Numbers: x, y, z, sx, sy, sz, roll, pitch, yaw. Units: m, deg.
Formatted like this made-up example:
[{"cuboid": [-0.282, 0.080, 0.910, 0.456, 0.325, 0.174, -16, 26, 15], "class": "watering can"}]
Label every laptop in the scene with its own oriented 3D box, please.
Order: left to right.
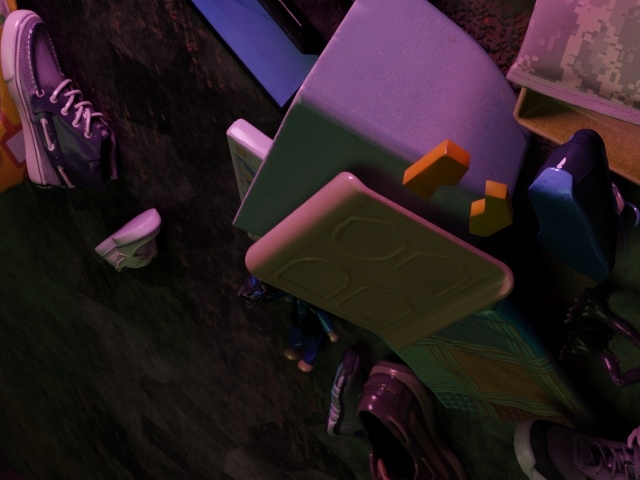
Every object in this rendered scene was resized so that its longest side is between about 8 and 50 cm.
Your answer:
[{"cuboid": [-0.109, -0.286, 1.042, 0.136, 0.264, 0.234, -40, 92, 17], "class": "laptop"}]

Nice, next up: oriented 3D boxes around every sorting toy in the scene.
[{"cuboid": [0.087, 0.007, 0.863, 0.229, 0.041, 0.307, 30, 140, -21], "class": "sorting toy"}]

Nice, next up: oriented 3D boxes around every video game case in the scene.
[{"cuboid": [0.000, 0.000, 1.186, 0.300, 0.036, 0.329, 37, 161, 16], "class": "video game case"}]

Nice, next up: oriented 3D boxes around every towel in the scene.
[{"cuboid": [0.198, 0.158, 1.098, 0.271, 0.040, 0.370, 5, 147, 45], "class": "towel"}]

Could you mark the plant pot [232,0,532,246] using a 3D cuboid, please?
[{"cuboid": [0.088, -0.100, 0.932, 0.252, 0.247, 0.248, 30, 142, -3], "class": "plant pot"}]

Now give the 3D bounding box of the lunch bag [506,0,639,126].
[{"cuboid": [0.329, -0.188, 0.619, 0.287, 0.169, 0.235, 28, 118, 27], "class": "lunch bag"}]

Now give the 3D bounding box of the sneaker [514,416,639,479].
[{"cuboid": [0.381, 0.282, 1.041, 0.269, 0.101, 0.153, 31, 139, -23], "class": "sneaker"}]

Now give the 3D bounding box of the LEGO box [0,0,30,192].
[{"cuboid": [-0.724, -0.371, 1.519, 0.372, 0.193, 0.500, 37, 142, 25], "class": "LEGO box"}]

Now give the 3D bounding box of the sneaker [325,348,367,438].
[{"cuboid": [0.070, 0.270, 1.425, 0.098, 0.083, 0.223, 14, 138, 6], "class": "sneaker"}]

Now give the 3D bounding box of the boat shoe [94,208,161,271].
[{"cuboid": [-0.363, 0.012, 1.601, 0.088, 0.096, 0.267, 52, 145, -11], "class": "boat shoe"}]

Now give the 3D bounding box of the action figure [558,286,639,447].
[{"cuboid": [0.403, 0.169, 0.926, 0.276, 0.141, 0.164, 30, 138, 28], "class": "action figure"}]

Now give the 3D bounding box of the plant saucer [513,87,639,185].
[{"cuboid": [0.306, -0.160, 0.810, 0.188, 0.045, 0.188, 32, 140, 21], "class": "plant saucer"}]

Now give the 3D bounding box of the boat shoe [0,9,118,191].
[{"cuboid": [-0.454, -0.241, 1.472, 0.158, 0.127, 0.340, 9, 127, 13], "class": "boat shoe"}]

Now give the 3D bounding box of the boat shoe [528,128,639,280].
[{"cuboid": [0.289, -0.029, 0.866, 0.109, 0.089, 0.258, 30, 172, 22], "class": "boat shoe"}]

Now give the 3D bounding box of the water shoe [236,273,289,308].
[{"cuboid": [-0.084, 0.079, 1.345, 0.073, 0.080, 0.203, 43, 163, -5], "class": "water shoe"}]

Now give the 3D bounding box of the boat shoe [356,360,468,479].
[{"cuboid": [0.140, 0.370, 1.373, 0.132, 0.130, 0.355, -1, 121, 46], "class": "boat shoe"}]

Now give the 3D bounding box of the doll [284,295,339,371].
[{"cuboid": [-0.019, 0.139, 1.403, 0.129, 0.046, 0.189, 36, 136, 32], "class": "doll"}]
